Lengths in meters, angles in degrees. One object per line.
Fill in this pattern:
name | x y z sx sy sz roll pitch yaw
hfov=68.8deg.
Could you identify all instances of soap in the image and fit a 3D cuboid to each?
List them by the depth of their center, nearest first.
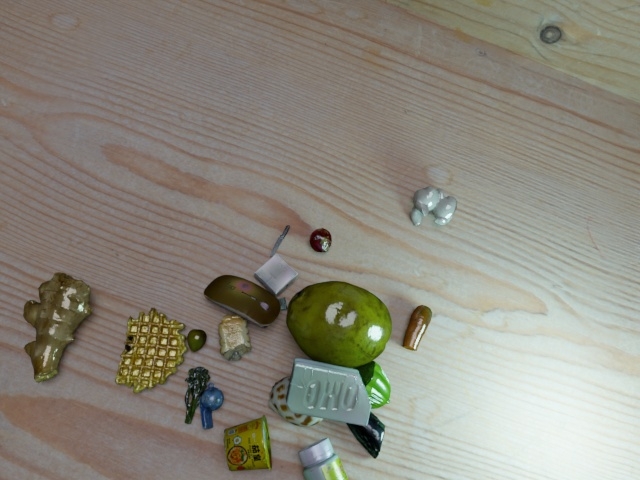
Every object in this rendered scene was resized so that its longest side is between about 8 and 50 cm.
soap | 0.032 0.521 1.611 0.289 0.095 0.173 13 86 -6

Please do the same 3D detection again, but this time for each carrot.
carrot | 0.399 0.359 1.932 0.087 0.087 0.193 29 65 3

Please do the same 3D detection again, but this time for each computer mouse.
computer mouse | -0.306 0.229 1.835 0.310 0.072 0.158 24 41 12

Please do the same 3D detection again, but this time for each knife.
knife | -0.177 0.001 2.029 0.023 0.010 0.170 27 67 2

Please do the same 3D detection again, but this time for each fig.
fig | -0.475 0.383 1.786 0.073 0.074 0.088 15 84 -3

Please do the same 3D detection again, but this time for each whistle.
whistle | -0.392 0.596 1.700 0.090 0.090 0.158 -9 69 -13

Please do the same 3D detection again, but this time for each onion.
onion | 0.000 0.000 2.017 0.107 0.097 0.107 0 90 -42

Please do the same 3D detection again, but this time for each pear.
pear | 0.073 0.316 1.755 0.413 0.352 0.352 16 65 -10

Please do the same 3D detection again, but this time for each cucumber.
cucumber | 0.178 0.702 1.756 0.115 0.086 0.193 -39 72 -20

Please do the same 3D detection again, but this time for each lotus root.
lotus root | 0.202 0.570 1.779 0.186 0.186 0.186 3 67 -8

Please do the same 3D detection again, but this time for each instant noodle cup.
instant noodle cup | -0.254 0.716 1.629 0.144 0.182 0.182 -10 69 -4

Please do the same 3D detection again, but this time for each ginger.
ginger | -0.988 0.300 1.688 0.236 0.166 0.376 25 59 -8

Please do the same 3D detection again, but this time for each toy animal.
toy animal | 0.518 -0.152 2.147 0.192 0.127 0.179 14 67 -6

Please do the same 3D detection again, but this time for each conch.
conch | -0.054 0.589 1.722 0.274 0.149 0.183 1 72 -6

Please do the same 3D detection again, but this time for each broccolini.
broccolini | -0.457 0.565 1.713 0.091 0.068 0.203 13 65 -25

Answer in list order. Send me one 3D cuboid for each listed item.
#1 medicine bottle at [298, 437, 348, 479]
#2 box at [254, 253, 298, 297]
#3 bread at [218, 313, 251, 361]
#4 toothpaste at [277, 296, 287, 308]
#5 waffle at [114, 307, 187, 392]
medicine bottle | 0.018 0.828 1.638 0.139 0.139 0.226 -20 72 -17
box | -0.184 0.145 1.938 0.130 0.051 0.129 42 66 15
bread | -0.331 0.373 1.804 0.119 0.084 0.177 -5 67 -13
toothpaste | -0.240 0.264 1.894 0.205 0.036 0.056 -4 54 -14
waffle | -0.645 0.406 1.752 0.309 0.065 0.283 -38 80 -25
